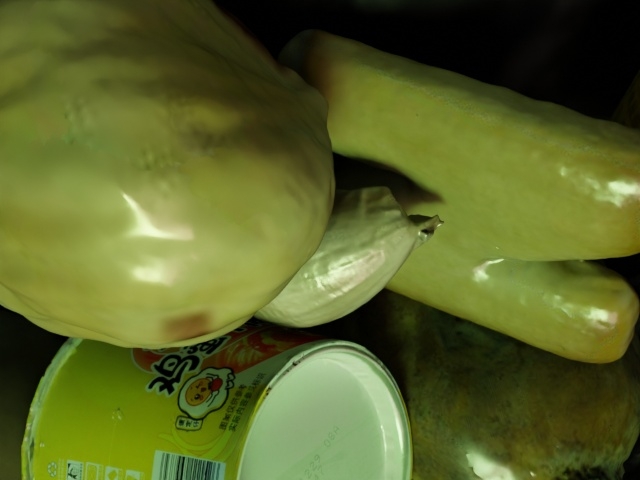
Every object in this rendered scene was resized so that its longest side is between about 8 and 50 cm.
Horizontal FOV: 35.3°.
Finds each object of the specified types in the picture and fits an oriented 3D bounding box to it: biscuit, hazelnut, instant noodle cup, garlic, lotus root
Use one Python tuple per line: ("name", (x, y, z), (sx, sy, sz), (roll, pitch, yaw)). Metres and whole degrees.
("biscuit", (0.099, -0.023, 0.733), (0.291, 0.062, 0.237), (22, 146, 19))
("hazelnut", (-0.107, -0.053, 0.627), (0.241, 0.261, 0.261), (-14, 145, -30))
("instant noodle cup", (-0.065, 0.169, 0.781), (0.200, 0.264, 0.264), (-1, 152, 40))
("garlic", (-0.012, 0.010, 0.722), (0.195, 0.101, 0.087), (-9, 127, 50))
("lotus root", (0.159, 0.113, 0.857), (0.267, 0.260, 0.149), (4, 137, -16))

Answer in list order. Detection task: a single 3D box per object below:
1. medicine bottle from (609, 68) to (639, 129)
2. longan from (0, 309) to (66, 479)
("medicine bottle", (0.353, -0.145, 0.631), (0.224, 0.224, 0.384), (3, 137, -16))
("longan", (-0.321, 0.195, 0.848), (0.300, 0.300, 0.243), (-25, 174, 17))
